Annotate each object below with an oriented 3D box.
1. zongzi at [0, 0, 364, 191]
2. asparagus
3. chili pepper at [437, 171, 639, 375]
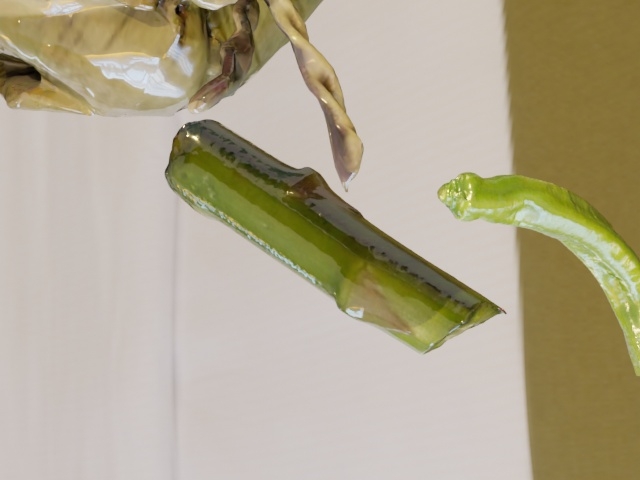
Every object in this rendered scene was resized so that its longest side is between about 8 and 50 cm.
[{"bbox_3d":[-0.143,-0.132,0.816,0.500,0.218,0.467,33,158,17],"label":"zongzi"},{"bbox_3d":[0.001,0.000,0.979,0.067,0.060,0.277,-44,55,-14],"label":"asparagus"},{"bbox_3d":[0.064,0.005,0.386,0.030,0.083,0.017,-56,23,4],"label":"chili pepper"}]
